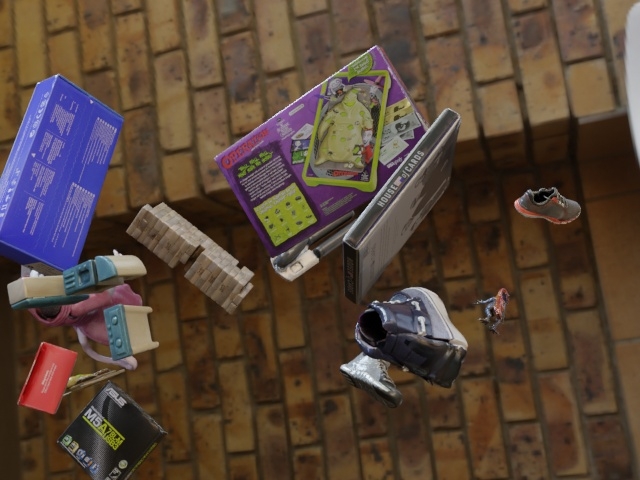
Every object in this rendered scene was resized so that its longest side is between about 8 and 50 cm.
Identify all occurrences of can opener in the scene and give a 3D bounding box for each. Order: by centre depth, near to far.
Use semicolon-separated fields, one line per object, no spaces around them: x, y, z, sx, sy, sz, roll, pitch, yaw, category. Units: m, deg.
0.000;0.000;1.894;0.283;0.095;0.076;-35;-99;-33;can opener

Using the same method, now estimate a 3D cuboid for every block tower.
-0.321;0.037;1.994;0.335;0.091;0.097;38;-159;-1;block tower

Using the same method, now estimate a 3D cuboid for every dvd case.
0.109;-0.041;1.061;0.238;0.030;0.179;-50;-19;-20;dvd case

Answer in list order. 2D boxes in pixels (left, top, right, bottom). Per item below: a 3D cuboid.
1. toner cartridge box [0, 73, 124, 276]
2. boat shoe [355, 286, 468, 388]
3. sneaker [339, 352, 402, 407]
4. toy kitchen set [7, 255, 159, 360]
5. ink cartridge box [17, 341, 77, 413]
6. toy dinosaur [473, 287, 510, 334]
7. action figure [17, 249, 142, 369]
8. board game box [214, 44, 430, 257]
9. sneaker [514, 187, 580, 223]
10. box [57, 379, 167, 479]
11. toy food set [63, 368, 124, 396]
-0.497;-0.119;1.474;0.165;0.075;0.347;36;-124;-43;toner cartridge box
0.134;0.141;1.399;0.127;0.158;0.340;-66;13;6;boat shoe
0.152;0.316;1.927;0.229;0.132;0.086;20;147;56;sneaker
-0.380;0.122;1.255;0.122;0.207;0.166;0;-105;-51;toy kitchen set
-0.571;0.292;1.653;0.231;0.078;0.134;147;142;-69;ink cartridge box
0.271;0.101;1.178;0.047;0.090;0.082;39;-118;-8;toy dinosaur
-0.558;0.146;1.740;0.370;0.248;0.275;22;-104;-75;action figure
0.009;-0.142;1.320;0.208;0.347;0.056;59;-159;-1;board game box
0.487;-0.077;1.644;0.064;0.158;0.061;116;147;-44;sneaker
-0.482;0.454;1.818;0.191;0.184;0.045;38;173;22;box
-0.572;0.340;1.945;0.132;0.192;0.038;-17;-97;-41;toy food set
